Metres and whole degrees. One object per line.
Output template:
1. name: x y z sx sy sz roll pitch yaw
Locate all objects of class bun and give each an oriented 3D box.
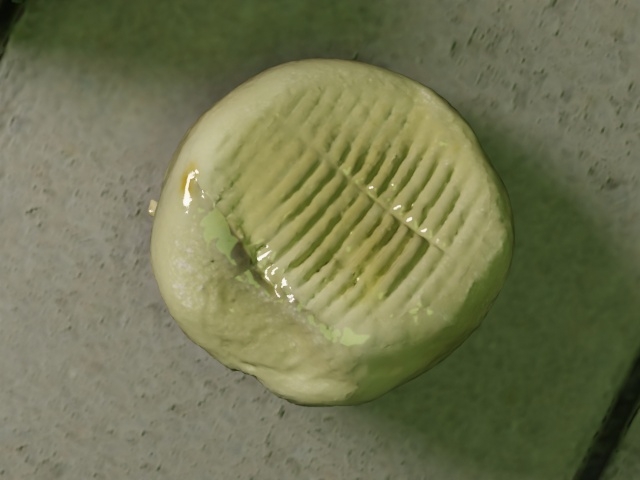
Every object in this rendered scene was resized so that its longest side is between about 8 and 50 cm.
1. bun: 0.000 0.000 1.154 0.229 0.145 0.229 6 66 -14

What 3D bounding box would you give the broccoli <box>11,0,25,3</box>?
1. broccoli: -0.204 -0.261 1.046 0.248 0.288 0.245 0 83 27
